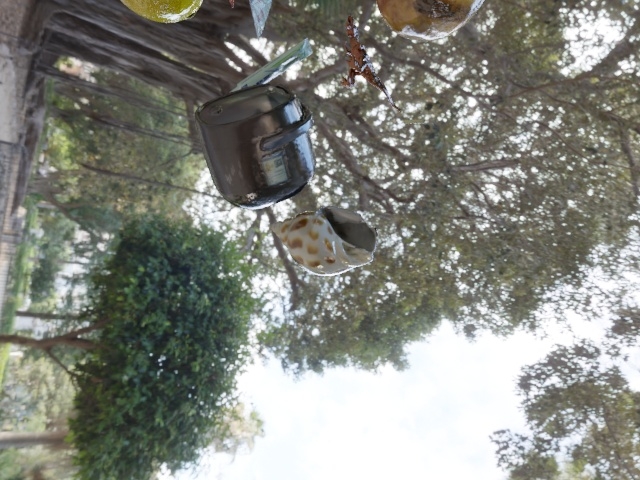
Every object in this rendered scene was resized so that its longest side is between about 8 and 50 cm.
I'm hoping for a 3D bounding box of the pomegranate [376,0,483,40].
[{"bbox_3d":[0.324,-0.752,1.212,0.322,0.322,0.322,-21,-115,53],"label":"pomegranate"}]

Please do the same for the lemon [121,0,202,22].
[{"bbox_3d":[-0.294,-0.487,0.743,0.206,0.173,0.173,46,-58,29],"label":"lemon"}]

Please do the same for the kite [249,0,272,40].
[{"bbox_3d":[-0.100,-0.552,0.900,0.012,0.250,0.229,31,-61,11],"label":"kite"}]

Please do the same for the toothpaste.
[{"bbox_3d":[-0.158,-0.540,1.319,0.296,0.075,0.048,-31,-108,6],"label":"toothpaste"}]

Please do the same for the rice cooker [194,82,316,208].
[{"bbox_3d":[-0.134,-0.206,0.916,0.267,0.267,0.224,47,-22,51],"label":"rice cooker"}]

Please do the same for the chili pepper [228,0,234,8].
[{"bbox_3d":[-0.232,-0.596,0.809,0.050,0.268,0.059,-16,-137,19],"label":"chili pepper"}]

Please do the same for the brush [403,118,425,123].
[{"bbox_3d":[0.365,-0.465,1.613,0.013,0.083,0.016,-76,165,-74],"label":"brush"}]

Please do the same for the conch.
[{"bbox_3d":[0.000,0.000,1.075,0.183,0.275,0.149,-60,180,-38],"label":"conch"}]

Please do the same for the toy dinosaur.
[{"bbox_3d":[0.173,-0.690,1.696,0.097,0.208,0.432,-8,-63,46],"label":"toy dinosaur"}]
